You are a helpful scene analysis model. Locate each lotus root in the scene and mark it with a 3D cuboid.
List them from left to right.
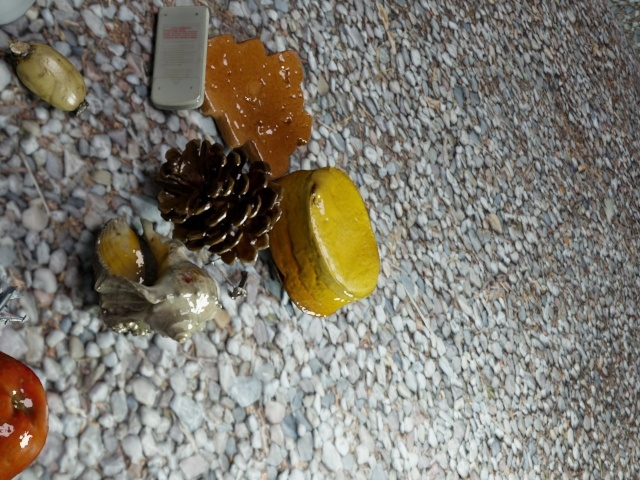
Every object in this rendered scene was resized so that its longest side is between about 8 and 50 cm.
[{"bbox_3d":[-0.388,-0.240,1.242,0.152,0.063,0.072,42,59,-38],"label":"lotus root"}]

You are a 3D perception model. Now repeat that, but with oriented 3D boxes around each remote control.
[{"bbox_3d":[-0.232,-0.303,1.435,0.029,0.087,0.190,79,10,-70],"label":"remote control"}]

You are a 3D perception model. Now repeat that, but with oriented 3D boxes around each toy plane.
[{"bbox_3d":[-0.419,0.086,1.119,0.078,0.031,0.083,53,44,-24],"label":"toy plane"}]

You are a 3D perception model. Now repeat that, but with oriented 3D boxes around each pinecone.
[{"bbox_3d":[-0.169,-0.067,1.357,0.212,0.168,0.185,15,43,-45],"label":"pinecone"}]

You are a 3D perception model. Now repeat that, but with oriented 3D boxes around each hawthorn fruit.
[{"bbox_3d":[-0.401,0.207,0.981,0.189,0.189,0.189,20,63,-45],"label":"hawthorn fruit"}]

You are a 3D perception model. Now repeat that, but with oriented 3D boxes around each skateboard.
[{"bbox_3d":[-0.152,0.051,1.451,0.083,0.032,0.064,51,35,-29],"label":"skateboard"}]

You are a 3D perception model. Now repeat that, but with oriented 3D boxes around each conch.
[{"bbox_3d":[-0.247,0.052,1.246,0.178,0.163,0.245,48,13,-50],"label":"conch"}]

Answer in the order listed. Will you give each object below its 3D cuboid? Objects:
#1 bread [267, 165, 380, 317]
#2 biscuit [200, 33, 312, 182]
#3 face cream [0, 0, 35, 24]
[{"bbox_3d":[0.000,0.000,1.555,0.195,0.143,0.269,-15,87,-53],"label":"bread"},{"bbox_3d":[-0.134,-0.265,1.567,0.306,0.043,0.284,30,59,-37],"label":"biscuit"},{"bbox_3d":[-0.429,-0.384,1.180,0.163,0.080,0.336,87,27,-63],"label":"face cream"}]
